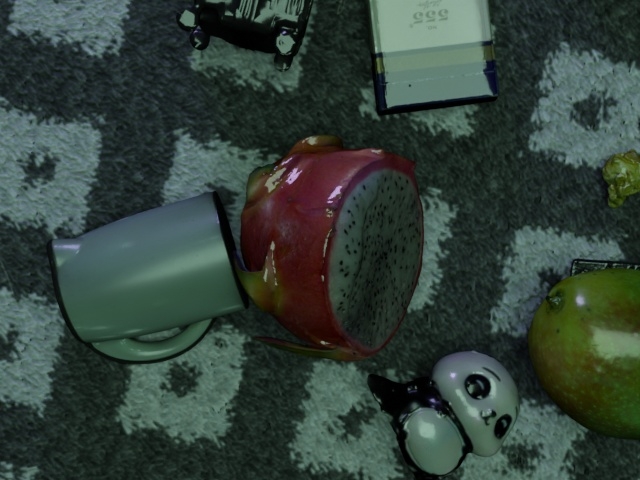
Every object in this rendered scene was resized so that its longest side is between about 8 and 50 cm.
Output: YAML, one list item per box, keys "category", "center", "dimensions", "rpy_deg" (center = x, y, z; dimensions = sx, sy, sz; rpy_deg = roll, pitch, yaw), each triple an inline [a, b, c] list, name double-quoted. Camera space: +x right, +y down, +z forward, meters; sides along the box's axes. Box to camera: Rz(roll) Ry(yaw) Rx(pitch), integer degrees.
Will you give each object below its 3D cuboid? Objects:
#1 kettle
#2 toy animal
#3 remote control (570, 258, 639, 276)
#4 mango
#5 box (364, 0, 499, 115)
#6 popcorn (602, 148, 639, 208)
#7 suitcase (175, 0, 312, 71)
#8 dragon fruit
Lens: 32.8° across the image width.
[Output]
- category: "kettle"
  center: [-0.221, 0.066, 1.439]
  dimensions: [0.236, 0.161, 0.221]
  rpy_deg: [-16, 124, -1]
- category: "toy animal"
  center: [0.176, 0.221, 1.462]
  dimensions: [0.179, 0.138, 0.166]
  rpy_deg: [-26, 110, 4]
- category: "remote control"
  center: [0.470, 0.063, 1.525]
  dimensions: [0.245, 0.025, 0.063]
  rpy_deg: [5, 91, -2]
- category: "mango"
  center: [0.450, 0.162, 1.447]
  dimensions: [0.382, 0.201, 0.225]
  rpy_deg: [16, 97, -18]
- category: "box"
  center: [0.144, -0.306, 1.470]
  dimensions: [0.168, 0.071, 0.259]
  rpy_deg: [-6, 93, -2]
- category: "popcorn"
  center: [0.419, -0.085, 1.501]
  dimensions: [0.059, 0.068, 0.083]
  rpy_deg: [-7, 119, -21]
- category: "suitcase"
  center: [-0.062, -0.400, 1.376]
  dimensions: [0.152, 0.229, 0.335]
  rpy_deg: [15, 92, -4]
- category: "dragon fruit"
  center: [0.000, 0.000, 1.392]
  dimensions: [0.189, 0.290, 0.291]
  rpy_deg: [11, 92, 27]
